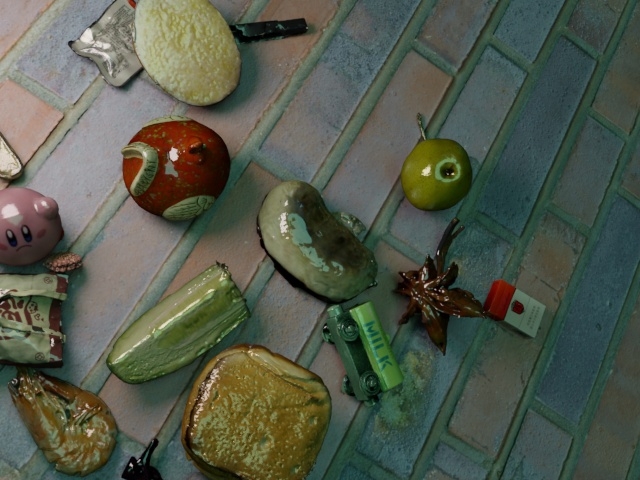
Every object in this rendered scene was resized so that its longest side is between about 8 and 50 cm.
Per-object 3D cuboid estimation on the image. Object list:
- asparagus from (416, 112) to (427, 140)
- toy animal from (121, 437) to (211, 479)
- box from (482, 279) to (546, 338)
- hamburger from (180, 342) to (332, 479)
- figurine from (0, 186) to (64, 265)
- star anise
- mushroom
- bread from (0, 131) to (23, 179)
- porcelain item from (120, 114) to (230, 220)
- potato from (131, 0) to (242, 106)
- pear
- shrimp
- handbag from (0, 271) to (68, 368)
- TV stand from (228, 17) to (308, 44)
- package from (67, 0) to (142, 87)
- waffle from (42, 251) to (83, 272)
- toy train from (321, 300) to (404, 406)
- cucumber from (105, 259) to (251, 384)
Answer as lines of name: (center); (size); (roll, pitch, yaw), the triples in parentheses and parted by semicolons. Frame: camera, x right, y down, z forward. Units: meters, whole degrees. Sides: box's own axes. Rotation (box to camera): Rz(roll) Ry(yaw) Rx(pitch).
asparagus: (0.283, -0.300, 1.723); (0.015, 0.014, 0.114); (-7, 79, -53)
toy animal: (-0.256, 0.531, 1.323); (0.324, 0.090, 0.195); (11, 65, -16)
box: (0.516, 0.184, 1.670); (0.152, 0.048, 0.100); (30, 69, -7)
hamburger: (-0.141, 0.384, 1.332); (0.305, 0.174, 0.284); (31, 55, -4)
figurine: (-0.625, -0.030, 1.295); (0.173, 0.173, 0.173); (4, 77, -17)
star anise: (0.307, 0.107, 1.564); (0.237, 0.148, 0.346); (2, 73, 27)
mushroom: (0.000, -0.001, 1.506); (0.247, 0.130, 0.344); (-34, 90, -17)
bread: (-0.732, -0.219, 1.367); (0.073, 0.053, 0.214); (-42, 95, -17)
porcelain item: (-0.315, -0.174, 1.393); (0.253, 0.253, 0.252); (4, 77, -17)
potato: (-0.336, -0.459, 1.511); (0.239, 0.116, 0.299); (-44, 110, -22)
pear: (0.295, -0.169, 1.604); (0.198, 0.198, 0.198); (4, 77, -17)
shrimp: (-0.540, 0.352, 1.297); (0.154, 0.062, 0.294); (-39, 94, -33)
handbag: (-0.641, 0.156, 1.269); (0.235, 0.127, 0.212); (3, 72, -16)
TV stand: (-0.154, -0.544, 1.628); (0.249, 0.042, 0.036); (-14, 80, -20)
package: (-0.483, -0.483, 1.517); (0.166, 0.040, 0.232); (37, 62, -10)
waffle: (-0.557, 0.045, 1.349); (0.075, 0.083, 0.029); (-15, 115, -51)
toy train: (0.107, 0.260, 1.500); (0.157, 0.105, 0.253); (-21, 86, -34)
cucumber: (-0.316, 0.193, 1.380); (0.325, 0.105, 0.145); (-38, 117, -21)
